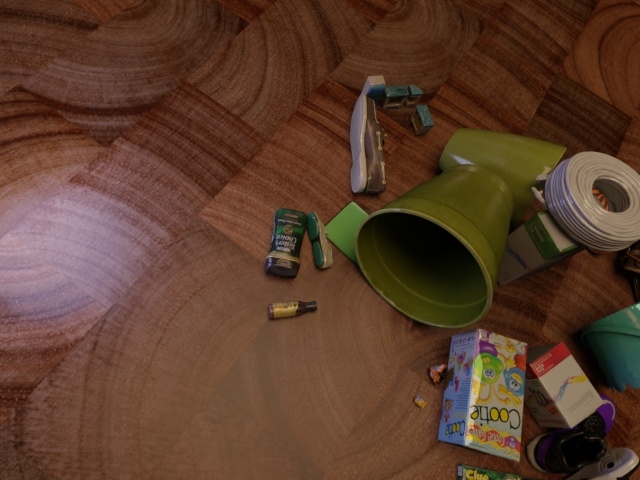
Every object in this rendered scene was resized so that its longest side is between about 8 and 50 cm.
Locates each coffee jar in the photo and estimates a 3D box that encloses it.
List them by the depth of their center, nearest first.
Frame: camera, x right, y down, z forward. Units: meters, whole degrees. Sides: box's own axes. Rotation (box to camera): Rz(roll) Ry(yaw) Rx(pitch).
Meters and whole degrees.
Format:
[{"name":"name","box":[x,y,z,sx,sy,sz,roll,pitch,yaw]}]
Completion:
[{"name":"coffee jar","box":[-0.093,0.009,1.146,0.096,0.079,0.185,11,68,-6]}]

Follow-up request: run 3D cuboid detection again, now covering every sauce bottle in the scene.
[{"name":"sauce bottle","box":[-0.073,0.180,1.105,0.128,0.042,0.042,-6,70,-15]}]

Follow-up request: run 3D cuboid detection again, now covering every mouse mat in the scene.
[{"name":"mouse mat","box":[0.114,-0.013,1.233,0.189,0.007,0.152,43,68,8]}]

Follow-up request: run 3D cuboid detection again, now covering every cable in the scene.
[{"name":"cable","box":[0.689,-0.102,1.028,0.256,0.089,0.257,-23,72,-18]}]

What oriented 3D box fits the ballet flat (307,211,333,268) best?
[{"name":"ballet flat","box":[0.000,0.000,1.190,0.052,0.057,0.169,3,70,-38]}]

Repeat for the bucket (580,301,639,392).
[{"name":"bucket","box":[0.868,0.271,1.126,0.280,0.281,0.183,-15,64,-16]}]

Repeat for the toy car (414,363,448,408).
[{"name":"toy car","box":[0.284,0.372,1.091,0.040,0.060,0.122,28,55,36]}]

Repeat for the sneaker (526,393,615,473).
[{"name":"sneaker","box":[0.681,0.498,1.065,0.293,0.146,0.102,-28,77,-19]}]

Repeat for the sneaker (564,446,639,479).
[{"name":"sneaker","box":[0.710,0.610,1.028,0.121,0.079,0.217,44,110,3]}]

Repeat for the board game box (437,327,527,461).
[{"name":"board game box","box":[0.411,0.385,1.060,0.141,0.144,0.276,18,68,-4]}]

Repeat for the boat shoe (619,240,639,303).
[{"name":"boat shoe","box":[0.997,0.069,1.277,0.123,0.123,0.343,-14,98,-1]}]

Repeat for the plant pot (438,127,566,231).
[{"name":"plant pot","box":[0.525,-0.220,1.272,0.293,0.275,0.275,34,66,20]}]

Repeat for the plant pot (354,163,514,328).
[{"name":"plant pot","box":[0.340,-0.022,1.117,0.366,0.366,0.353,42,57,7]}]

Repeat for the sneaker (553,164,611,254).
[{"name":"sneaker","box":[0.895,-0.124,1.372,0.179,0.124,0.321,-24,86,-22]}]

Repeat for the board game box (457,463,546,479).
[{"name":"board game box","box":[0.462,0.648,1.031,0.259,0.030,0.136,14,70,-5]}]

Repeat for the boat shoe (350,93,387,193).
[{"name":"boat shoe","box":[0.153,-0.298,1.294,0.096,0.116,0.325,5,72,-13]}]

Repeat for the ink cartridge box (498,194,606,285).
[{"name":"ink cartridge box","box":[0.629,0.009,1.174,0.201,0.278,0.117,-16,70,-16]}]

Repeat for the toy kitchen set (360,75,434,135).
[{"name":"toy kitchen set","box":[0.254,-0.433,1.357,0.206,0.122,0.166,-10,71,-14]}]

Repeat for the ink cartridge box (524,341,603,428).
[{"name":"ink cartridge box","box":[0.610,0.383,1.106,0.127,0.128,0.176,-25,75,-18]}]
